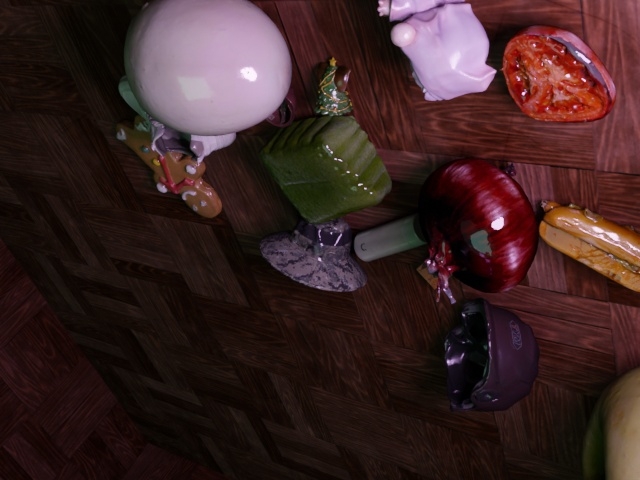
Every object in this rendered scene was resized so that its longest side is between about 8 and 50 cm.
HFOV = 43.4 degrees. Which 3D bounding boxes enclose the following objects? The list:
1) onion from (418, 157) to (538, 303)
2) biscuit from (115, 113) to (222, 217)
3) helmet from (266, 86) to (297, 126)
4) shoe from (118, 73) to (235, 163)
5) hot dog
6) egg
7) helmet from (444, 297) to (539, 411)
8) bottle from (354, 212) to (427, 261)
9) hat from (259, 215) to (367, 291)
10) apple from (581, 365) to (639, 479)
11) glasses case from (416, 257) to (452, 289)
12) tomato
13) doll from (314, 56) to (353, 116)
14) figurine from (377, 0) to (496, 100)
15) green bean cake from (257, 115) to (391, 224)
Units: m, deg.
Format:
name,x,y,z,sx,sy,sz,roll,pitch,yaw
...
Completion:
name,x,y,z,sx,sy,sz,roll,pitch,yaw
onion,0.271,-0.008,1.501,0.273,0.285,0.273,46,164,17
biscuit,-0.385,-0.184,2.082,0.216,0.047,0.339,-11,123,49
helmet,-0.077,-0.289,1.663,0.089,0.057,0.111,45,151,-5
shoe,-0.362,-0.269,1.861,0.316,0.159,0.124,24,145,14
hot dog,0.516,0.007,1.465,0.269,0.072,0.109,31,144,7
egg,-0.210,-0.337,1.526,0.345,0.283,0.283,16,141,34
helmet,0.390,0.261,1.767,0.177,0.225,0.305,9,148,-9
bottle,0.161,-0.007,1.770,0.072,0.072,0.201,48,145,-16
hat,0.000,0.000,1.850,0.265,0.265,0.128,25,113,17
apple,0.711,0.443,1.493,0.473,0.473,0.473,24,144,19
glasses case,0.277,0.042,1.753,0.064,0.041,0.170,47,147,5
tomato,0.375,-0.270,1.251,0.166,0.082,0.174,7,140,43
doll,0.016,-0.291,1.559,0.078,0.076,0.113,23,144,36
figurine,0.178,-0.351,1.271,0.133,0.200,0.276,-22,91,34
green bean cake,0.015,-0.150,1.692,0.248,0.125,0.222,-3,131,48
